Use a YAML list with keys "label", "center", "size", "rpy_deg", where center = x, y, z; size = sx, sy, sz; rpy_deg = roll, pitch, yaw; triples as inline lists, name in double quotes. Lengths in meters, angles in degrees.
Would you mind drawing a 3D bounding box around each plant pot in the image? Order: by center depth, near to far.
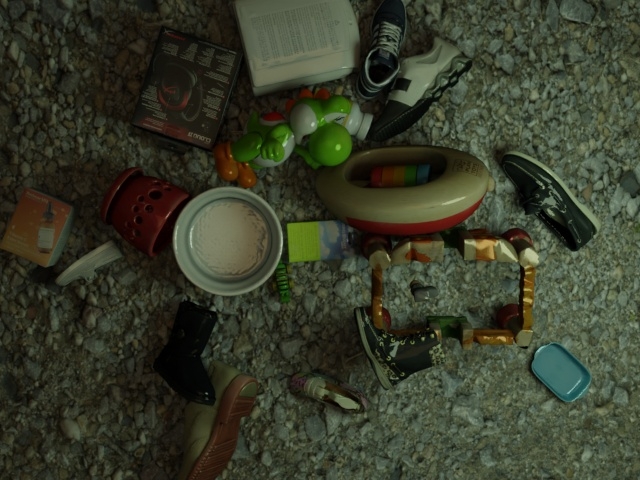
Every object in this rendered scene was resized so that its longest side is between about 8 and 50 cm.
- label: "plant pot"
  center: [-0.449, -0.077, 1.745]
  size: [0.174, 0.191, 0.191]
  rpy_deg: [29, 90, 2]

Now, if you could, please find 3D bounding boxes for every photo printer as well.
- label: "photo printer"
  center: [-0.054, -0.530, 1.790]
  size: [0.308, 0.107, 0.256]
  rpy_deg: [-14, 90, -4]

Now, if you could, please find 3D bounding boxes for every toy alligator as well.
- label: "toy alligator"
  center: [-0.100, 0.127, 1.843]
  size: [0.056, 0.051, 0.189]
  rpy_deg: [-9, 93, -3]

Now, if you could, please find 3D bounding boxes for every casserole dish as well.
- label: "casserole dish"
  center: [0.667, 0.364, 1.917]
  size: [0.188, 0.037, 0.114]
  rpy_deg: [43, 89, -4]

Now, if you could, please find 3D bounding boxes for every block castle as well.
- label: "block castle"
  center: [0.330, 0.119, 1.802]
  size: [0.453, 0.213, 0.303]
  rpy_deg: [-1, 104, 2]

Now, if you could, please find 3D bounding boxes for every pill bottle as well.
- label: "pill bottle"
  center: [0.039, -0.330, 1.809]
  size: [0.184, 0.103, 0.103]
  rpy_deg: [20, 91, -5]

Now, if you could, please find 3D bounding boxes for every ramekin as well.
- label: "ramekin"
  center: [-0.237, -0.001, 1.787]
  size: [0.277, 0.135, 0.277]
  rpy_deg: [0, 93, -4]

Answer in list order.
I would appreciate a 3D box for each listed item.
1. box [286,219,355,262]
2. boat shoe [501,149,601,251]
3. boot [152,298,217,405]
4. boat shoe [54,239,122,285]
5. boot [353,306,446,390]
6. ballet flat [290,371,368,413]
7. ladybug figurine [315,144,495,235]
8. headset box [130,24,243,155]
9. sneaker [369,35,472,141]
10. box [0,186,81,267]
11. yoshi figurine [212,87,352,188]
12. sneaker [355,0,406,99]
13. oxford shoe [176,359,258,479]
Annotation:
- label: "box"
  center: [0.000, 0.000, 1.850]
  size: [0.178, 0.042, 0.109]
  rpy_deg: [-4, 93, -4]
- label: "boat shoe"
  center: [0.600, -0.098, 1.849]
  size: [0.340, 0.127, 0.113]
  rpy_deg: [42, 77, -14]
- label: "boot"
  center: [-0.320, 0.280, 1.760]
  size: [0.094, 0.246, 0.207]
  rpy_deg: [21, 94, -46]
- label: "boat shoe"
  center: [-0.606, 0.073, 1.804]
  size: [0.184, 0.066, 0.063]
  rpy_deg: [-35, 93, -12]
- label: "boot"
  center: [0.193, 0.239, 1.685]
  size: [0.179, 0.085, 0.236]
  rpy_deg: [-22, 109, 5]
- label: "ballet flat"
  center: [0.027, 0.413, 1.851]
  size: [0.222, 0.079, 0.077]
  rpy_deg: [21, 92, -4]
- label: "ladybug figurine"
  center: [0.211, -0.120, 1.742]
  size: [0.449, 0.305, 0.162]
  rpy_deg: [2, 127, 20]
- label: "headset box"
  center: [-0.345, -0.371, 1.775]
  size: [0.218, 0.110, 0.293]
  rpy_deg: [17, 91, -5]
- label: "sneaker"
  center: [0.233, -0.403, 1.826]
  size: [0.330, 0.122, 0.146]
  rpy_deg: [-43, 77, 0]
- label: "box"
  center: [-0.721, -0.035, 1.772]
  size: [0.130, 0.091, 0.170]
  rpy_deg: [23, 91, -5]
- label: "yoshi figurine"
  center: [-0.072, -0.226, 1.722]
  size: [0.362, 0.203, 0.203]
  rpy_deg: [-25, 124, 18]
- label: "sneaker"
  center: [0.170, -0.512, 1.786]
  size: [0.099, 0.153, 0.282]
  rpy_deg: [17, 91, -5]
- label: "oxford shoe"
  center: [-0.303, 0.506, 1.827]
  size: [0.146, 0.140, 0.397]
  rpy_deg: [29, 95, 26]
